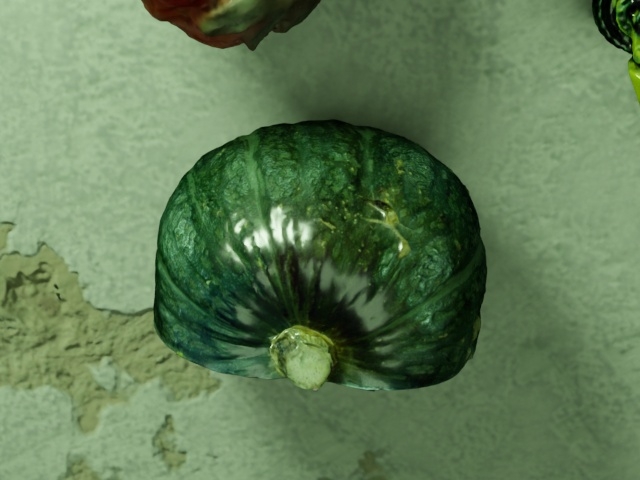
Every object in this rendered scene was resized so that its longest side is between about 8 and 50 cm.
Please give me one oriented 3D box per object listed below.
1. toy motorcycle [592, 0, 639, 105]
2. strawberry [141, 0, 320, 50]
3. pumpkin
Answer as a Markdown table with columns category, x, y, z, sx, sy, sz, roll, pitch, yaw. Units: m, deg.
| category | x | y | z | sx | sy | sz | roll | pitch | yaw |
| --- | --- | --- | --- | --- | --- | --- | --- | --- | --- |
| toy motorcycle | 0.369 | -0.115 | 1.531 | 0.206 | 0.142 | 0.342 | -18 | 114 | 8 |
| strawberry | -0.113 | -0.317 | 1.442 | 0.265 | 0.149 | 0.336 | -37 | 88 | -20 |
| pumpkin | 0.000 | 0.000 | 1.528 | 0.293 | 0.263 | 0.197 | 2 | 108 | -1 |
